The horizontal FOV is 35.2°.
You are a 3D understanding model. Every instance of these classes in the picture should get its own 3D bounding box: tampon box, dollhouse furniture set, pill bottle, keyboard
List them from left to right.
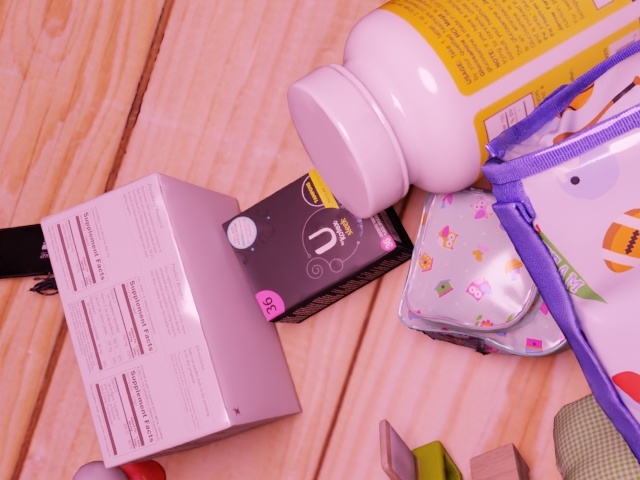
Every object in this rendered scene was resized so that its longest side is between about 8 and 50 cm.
[{"bbox_3d":[-0.318,0.026,1.231,0.192,0.038,0.100,-5,60,18],"label":"keyboard"},{"bbox_3d":[0.000,0.000,1.086,0.161,0.101,0.121,-31,75,13],"label":"tampon box"},{"bbox_3d":[0.145,-0.163,0.954,0.333,0.188,0.188,-31,75,-13],"label":"pill bottle"},{"bbox_3d":[0.207,0.201,0.920,0.301,0.151,0.198,-26,33,19],"label":"dollhouse furniture set"}]

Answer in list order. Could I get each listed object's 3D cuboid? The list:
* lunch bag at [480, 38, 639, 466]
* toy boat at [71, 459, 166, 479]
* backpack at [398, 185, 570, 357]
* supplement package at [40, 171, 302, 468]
[{"bbox_3d":[0.356,-0.025,0.825,0.385,0.239,0.328,-33,103,-6],"label":"lunch bag"},{"bbox_3d":[-0.150,0.369,1.073,0.267,0.148,0.318,-40,75,11],"label":"toy boat"},{"bbox_3d":[0.183,0.033,1.005,0.188,0.144,0.166,14,84,16],"label":"backpack"},{"bbox_3d":[-0.152,0.086,1.073,0.145,0.204,0.262,-20,79,16],"label":"supplement package"}]
